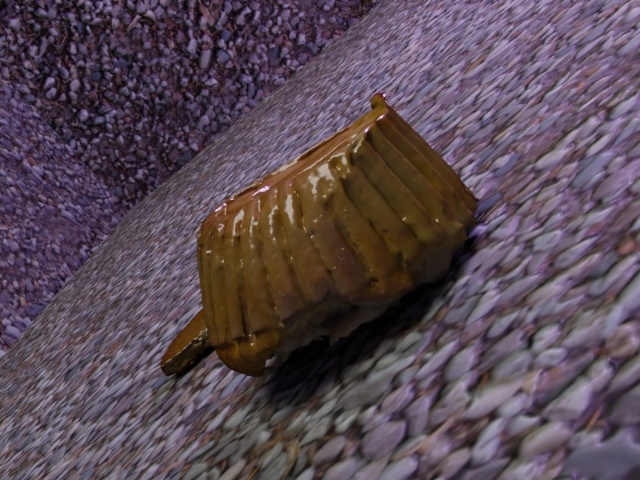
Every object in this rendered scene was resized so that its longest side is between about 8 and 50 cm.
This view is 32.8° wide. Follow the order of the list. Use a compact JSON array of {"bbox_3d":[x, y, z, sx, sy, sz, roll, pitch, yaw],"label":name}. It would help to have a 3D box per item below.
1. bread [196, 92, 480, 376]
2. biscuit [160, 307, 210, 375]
[{"bbox_3d":[0.000,0.000,0.952,0.274,0.149,0.274,-35,8,6],"label":"bread"},{"bbox_3d":[-0.108,0.080,1.294,0.206,0.025,0.126,-41,12,0],"label":"biscuit"}]
